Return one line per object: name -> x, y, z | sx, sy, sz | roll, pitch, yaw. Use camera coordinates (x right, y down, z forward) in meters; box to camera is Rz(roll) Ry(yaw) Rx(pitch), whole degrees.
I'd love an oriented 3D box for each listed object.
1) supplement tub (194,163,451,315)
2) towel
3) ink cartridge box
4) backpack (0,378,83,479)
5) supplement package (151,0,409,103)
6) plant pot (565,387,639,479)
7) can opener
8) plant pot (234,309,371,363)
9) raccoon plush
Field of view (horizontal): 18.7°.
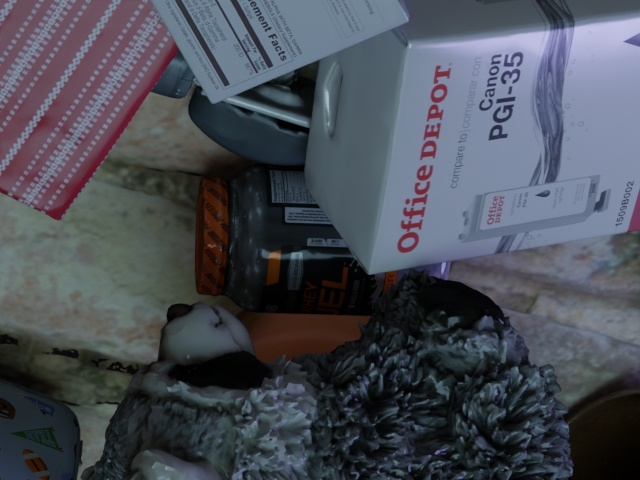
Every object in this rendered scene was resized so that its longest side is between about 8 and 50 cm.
supplement tub -> 0.000, 0.000, 1.505 | 0.190, 0.117, 0.117 | 2, 127, -7
towel -> -0.247, -0.152, 1.330 | 0.274, 0.031, 0.199 | 30, 111, -20
ink cartridge box -> 0.148, -0.102, 1.397 | 0.283, 0.117, 0.207 | -10, 131, -22
backpack -> -0.310, 0.231, 1.556 | 0.276, 0.263, 0.213 | 15, 124, -16
supplement package -> -0.066, -0.264, 1.238 | 0.145, 0.204, 0.262 | -21, 127, 11
plant pot -> 0.328, 0.269, 1.714 | 0.215, 0.215, 0.230 | -38, 136, 21
can opener -> -0.124, -0.119, 1.424 | 0.283, 0.076, 0.095 | 15, 121, -16
plant pot -> 0.000, 0.210, 1.586 | 0.290, 0.291, 0.203 | 15, 141, -17
raccoon plush -> 0.042, 0.222, 1.339 | 0.299, 0.446, 0.216 | -29, 163, -29
